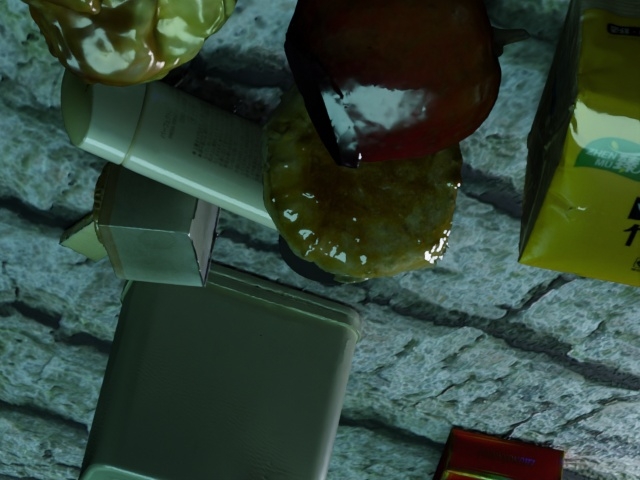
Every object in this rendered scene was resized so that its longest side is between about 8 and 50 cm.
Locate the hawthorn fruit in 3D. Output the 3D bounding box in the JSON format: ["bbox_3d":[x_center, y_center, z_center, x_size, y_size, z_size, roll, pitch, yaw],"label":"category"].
[{"bbox_3d":[0.089,-0.193,1.440,0.249,0.215,0.215,-8,144,10],"label":"hawthorn fruit"}]

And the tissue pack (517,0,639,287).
[{"bbox_3d":[0.417,-0.088,1.466,0.381,0.228,0.293,12,145,2],"label":"tissue pack"}]

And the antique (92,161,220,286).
[{"bbox_3d":[-0.210,-0.042,1.815,0.148,0.152,0.147,4,149,7],"label":"antique"}]

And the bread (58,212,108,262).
[{"bbox_3d":[-0.305,-0.015,2.001,0.068,0.028,0.153,30,142,-28],"label":"bread"}]

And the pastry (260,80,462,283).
[{"bbox_3d":[0.042,-0.079,1.606,0.235,0.257,0.121,6,178,-16],"label":"pastry"}]

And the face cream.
[{"bbox_3d":[-0.145,-0.111,1.674,0.348,0.173,0.081,22,122,-17],"label":"face cream"}]

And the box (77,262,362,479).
[{"bbox_3d":[-0.145,0.234,2.046,0.352,0.344,0.177,19,150,-12],"label":"box"}]

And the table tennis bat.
[{"bbox_3d":[0.000,0.000,1.937,0.130,0.019,0.220,1,148,15],"label":"table tennis bat"}]

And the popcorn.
[{"bbox_3d":[-0.178,-0.305,1.352,0.332,0.225,0.265,-39,138,25],"label":"popcorn"}]

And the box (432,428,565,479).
[{"bbox_3d":[0.295,0.445,2.472,0.197,0.089,0.313,12,148,2],"label":"box"}]
